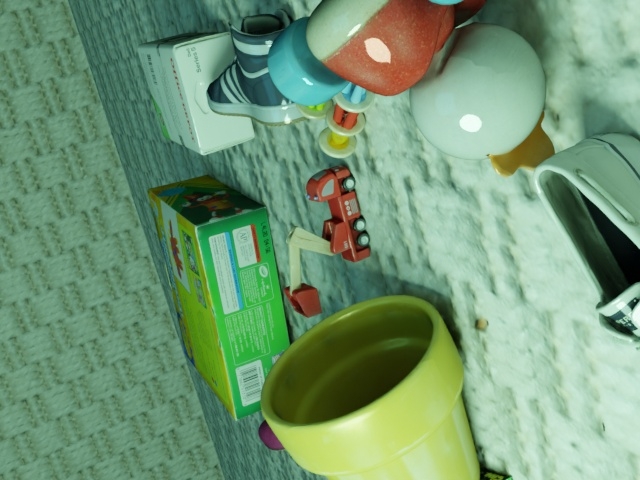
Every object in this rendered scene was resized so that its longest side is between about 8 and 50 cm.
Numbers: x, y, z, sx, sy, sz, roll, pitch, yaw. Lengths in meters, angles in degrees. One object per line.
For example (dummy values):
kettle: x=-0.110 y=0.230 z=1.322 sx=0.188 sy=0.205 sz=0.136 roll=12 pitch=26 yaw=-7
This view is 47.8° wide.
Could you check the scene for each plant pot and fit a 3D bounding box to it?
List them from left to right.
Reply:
plant pot: x=0.088 y=0.238 z=0.943 sx=0.239 sy=0.254 sz=0.254 roll=59 pitch=163 yaw=-21

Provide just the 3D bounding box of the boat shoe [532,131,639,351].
boat shoe: x=0.252 y=0.042 z=0.545 sx=0.268 sy=0.088 sz=0.096 roll=65 pitch=158 yaw=10

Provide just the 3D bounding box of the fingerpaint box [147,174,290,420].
fingerpaint box: x=-0.221 y=0.109 z=1.624 sx=0.371 sy=0.163 sz=0.445 roll=28 pitch=131 yaw=59

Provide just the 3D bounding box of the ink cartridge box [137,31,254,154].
ink cartridge box: x=-0.243 y=-0.289 z=1.387 sx=0.273 sy=0.114 sz=0.198 roll=29 pitch=136 yaw=59

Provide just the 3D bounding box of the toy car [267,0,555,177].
toy car: x=0.121 y=-0.160 z=0.612 sx=0.238 sy=0.210 sz=0.219 roll=44 pitch=146 yaw=-15

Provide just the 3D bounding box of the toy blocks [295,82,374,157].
toy blocks: x=0.019 y=-0.195 z=0.931 sx=0.123 sy=0.054 sz=0.148 roll=60 pitch=157 yaw=20

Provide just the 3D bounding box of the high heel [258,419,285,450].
high heel: x=-0.032 y=0.268 z=1.321 sx=0.377 sy=0.127 sz=0.181 roll=-31 pitch=89 yaw=45

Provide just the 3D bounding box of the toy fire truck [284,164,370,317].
toy fire truck: x=0.000 y=0.000 z=1.044 sx=0.047 sy=0.135 sz=0.192 roll=16 pitch=125 yaw=64

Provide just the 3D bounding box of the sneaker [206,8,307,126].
sneaker: x=-0.110 y=-0.271 z=1.110 sx=0.282 sy=0.099 sz=0.153 roll=27 pitch=135 yaw=55

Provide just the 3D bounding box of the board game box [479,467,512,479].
board game box: x=0.256 y=0.433 z=0.977 sx=0.260 sy=0.030 sz=0.136 roll=69 pitch=161 yaw=0
